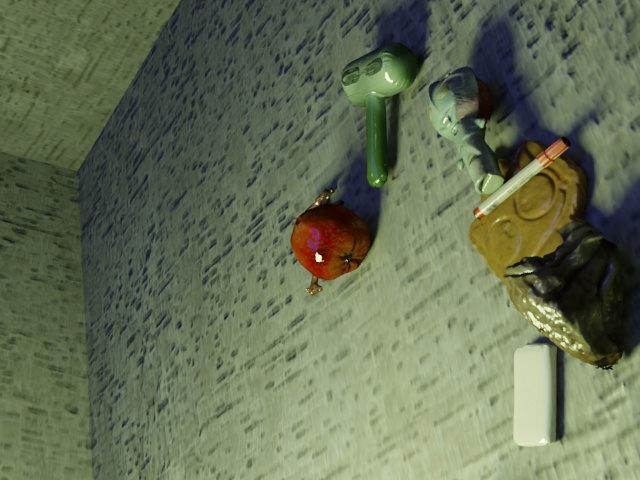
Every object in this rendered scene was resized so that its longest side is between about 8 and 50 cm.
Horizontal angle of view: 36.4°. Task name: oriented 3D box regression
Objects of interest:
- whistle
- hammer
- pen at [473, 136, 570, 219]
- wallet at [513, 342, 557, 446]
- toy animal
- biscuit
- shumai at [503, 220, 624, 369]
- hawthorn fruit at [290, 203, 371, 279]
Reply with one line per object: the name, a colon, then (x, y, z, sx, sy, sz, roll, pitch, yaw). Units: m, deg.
whistle: (0.301, -0.232, 1.988, 0.142, 0.134, 0.346, -41, 41, 27)
hammer: (0.141, -0.288, 2.305, 0.206, 0.119, 0.335, -15, 72, 55)
pen: (0.379, -0.116, 1.843, 0.239, 0.028, 0.028, -43, 44, 36)
wallet: (0.388, 0.276, 1.758, 0.095, 0.033, 0.190, -19, 63, 52)
toy animal: (0.000, 0.000, 2.438, 0.229, 0.066, 0.224, -60, 34, 17)
biscuit: (0.394, -0.051, 1.861, 0.269, 0.051, 0.376, -60, 35, 22)
shumai: (0.433, 0.074, 1.617, 0.185, 0.184, 0.218, -62, 41, 27)
hawthorn fruit: (0.012, -0.007, 2.303, 0.200, 0.179, 0.179, 35, 109, 39)
